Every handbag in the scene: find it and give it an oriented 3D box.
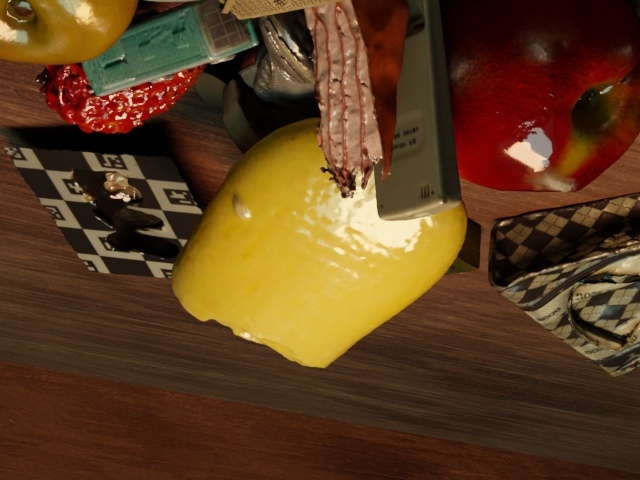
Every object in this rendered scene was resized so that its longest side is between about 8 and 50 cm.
[{"bbox_3d":[0.518,0.068,2.306,0.317,0.180,0.416,-21,143,33],"label":"handbag"}]

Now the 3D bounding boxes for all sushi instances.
[{"bbox_3d":[-0.299,-0.075,2.222,0.296,0.100,0.373,4,149,20],"label":"sushi"}]

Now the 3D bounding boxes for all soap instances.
[{"bbox_3d":[0.001,-0.002,1.802,0.306,0.115,0.427,35,135,-12],"label":"soap"}]

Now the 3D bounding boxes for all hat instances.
[{"bbox_3d":[-0.100,-0.152,1.867,0.166,0.144,0.173,18,159,-35],"label":"hat"}]

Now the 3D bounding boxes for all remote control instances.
[{"bbox_3d":[0.104,-0.168,1.588,0.038,0.285,0.123,2,168,-37],"label":"remote control"}]

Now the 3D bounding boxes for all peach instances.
[{"bbox_3d":[-0.328,-0.299,1.550,0.251,0.153,0.251,3,147,2],"label":"peach"},{"bbox_3d":[0.235,-0.196,1.663,0.281,0.281,0.338,19,-171,-32],"label":"peach"}]

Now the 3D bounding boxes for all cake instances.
[{"bbox_3d":[0.033,-0.190,1.548,0.098,0.287,0.135,3,-177,31],"label":"cake"}]

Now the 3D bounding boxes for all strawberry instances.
[{"bbox_3d":[-0.263,-0.201,1.832,0.237,0.111,0.190,-8,153,29],"label":"strawberry"}]

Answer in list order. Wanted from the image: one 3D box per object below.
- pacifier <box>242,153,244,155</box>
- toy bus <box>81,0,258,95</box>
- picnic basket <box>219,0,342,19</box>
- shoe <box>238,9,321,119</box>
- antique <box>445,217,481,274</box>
[{"bbox_3d":[-0.031,-0.083,2.014,0.244,0.299,0.233,-29,114,1],"label":"pacifier"},{"bbox_3d":[-0.186,-0.237,1.646,0.262,0.091,0.109,-11,-167,47],"label":"toy bus"},{"bbox_3d":[-0.044,-0.312,1.477,0.164,0.115,0.079,-7,154,29],"label":"picnic basket"},{"bbox_3d":[-0.032,-0.232,1.701,0.171,0.132,0.336,6,164,25],"label":"shoe"},{"bbox_3d":[0.172,-0.016,2.258,0.080,0.081,0.221,-13,153,37],"label":"antique"}]
